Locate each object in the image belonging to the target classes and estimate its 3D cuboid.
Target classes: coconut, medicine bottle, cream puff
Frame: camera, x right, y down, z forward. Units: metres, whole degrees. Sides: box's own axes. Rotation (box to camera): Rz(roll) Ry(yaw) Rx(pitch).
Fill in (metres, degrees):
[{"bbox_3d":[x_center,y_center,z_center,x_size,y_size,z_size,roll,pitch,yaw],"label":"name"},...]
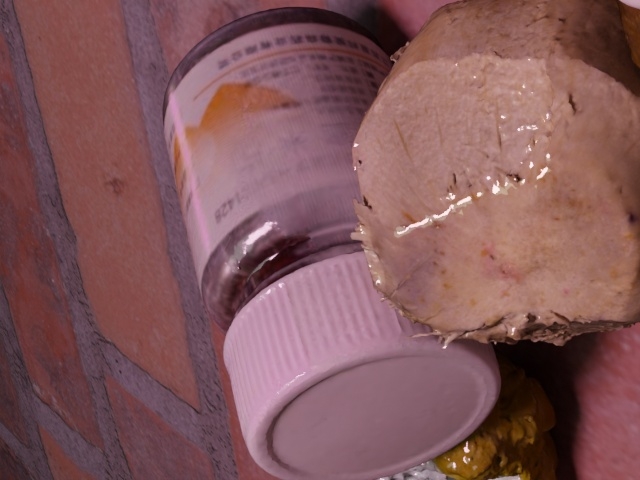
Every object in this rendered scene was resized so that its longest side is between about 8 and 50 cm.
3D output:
[{"bbox_3d":[0.112,-0.042,0.635,0.194,0.194,0.194,39,140,42],"label":"coconut"},{"bbox_3d":[0.000,-0.002,0.784,0.165,0.165,0.273,104,156,-47],"label":"medicine bottle"},{"bbox_3d":[0.097,0.128,0.841,0.156,0.121,0.156,10,142,8],"label":"cream puff"}]

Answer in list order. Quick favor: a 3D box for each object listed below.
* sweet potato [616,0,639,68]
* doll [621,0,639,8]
[{"bbox_3d":[0.230,-0.012,0.497,0.422,0.130,0.130,62,151,10],"label":"sweet potato"},{"bbox_3d":[0.206,-0.156,0.320,0.365,0.187,0.376,-24,91,48],"label":"doll"}]
